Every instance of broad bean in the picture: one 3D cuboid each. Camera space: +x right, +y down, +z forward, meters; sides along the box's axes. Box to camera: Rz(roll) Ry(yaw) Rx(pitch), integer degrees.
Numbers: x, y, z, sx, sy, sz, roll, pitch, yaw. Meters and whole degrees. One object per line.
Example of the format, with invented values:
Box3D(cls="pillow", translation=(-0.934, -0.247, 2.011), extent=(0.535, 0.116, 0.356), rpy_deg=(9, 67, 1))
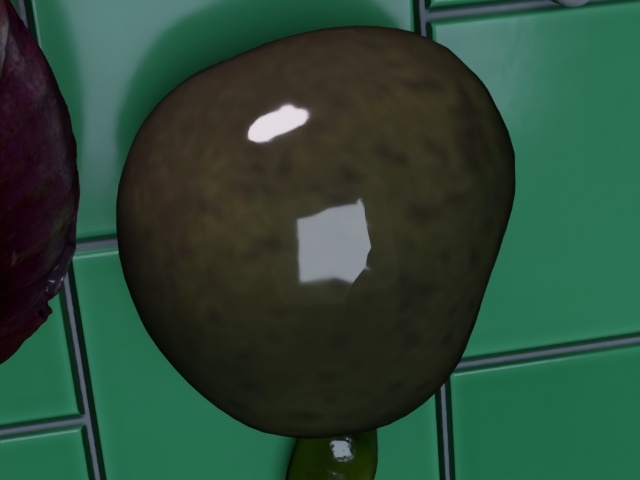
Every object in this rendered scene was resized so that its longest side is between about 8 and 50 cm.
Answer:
Box3D(cls="broad bean", translation=(0.014, 0.132, 0.855), extent=(0.070, 0.048, 0.214), rpy_deg=(21, 101, -15))

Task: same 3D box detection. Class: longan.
Box3D(cls="longan", translation=(0.000, 0.000, 0.726), extent=(0.246, 0.215, 0.246), rpy_deg=(2, 131, 3))

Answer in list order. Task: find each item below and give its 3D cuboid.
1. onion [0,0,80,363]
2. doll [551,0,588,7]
Box3D(cls="onion", translation=(-0.295, -0.014, 0.629), extent=(0.347, 0.285, 0.348), rpy_deg=(-7, 127, -9))
Box3D(cls="doll", translation=(0.143, -0.244, 0.745), extent=(0.160, 0.059, 0.161), rpy_deg=(35, 100, -20))
